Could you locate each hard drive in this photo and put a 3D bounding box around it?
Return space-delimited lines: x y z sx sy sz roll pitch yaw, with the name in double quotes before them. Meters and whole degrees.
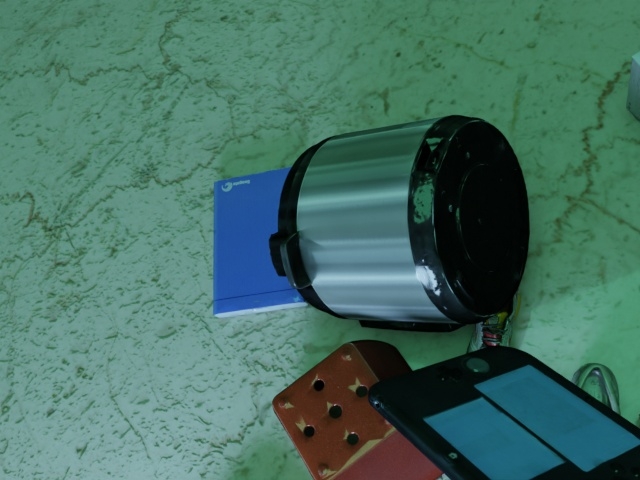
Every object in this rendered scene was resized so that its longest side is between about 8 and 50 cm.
"hard drive" -0.137 0.001 1.667 0.210 0.040 0.319 -9 67 16

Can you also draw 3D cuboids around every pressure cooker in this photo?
"pressure cooker" 0.129 -0.032 1.390 0.420 0.370 0.376 -3 65 40

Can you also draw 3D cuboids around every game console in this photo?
"game console" 0.312 0.296 1.154 0.386 0.342 0.060 35 122 47

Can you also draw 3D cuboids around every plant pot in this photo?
"plant pot" 0.066 0.330 1.351 0.267 0.236 0.267 -37 58 2

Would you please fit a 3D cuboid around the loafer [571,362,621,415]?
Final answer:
"loafer" 0.460 0.368 1.283 0.112 0.111 0.319 -1 70 19

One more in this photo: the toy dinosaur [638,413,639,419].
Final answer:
"toy dinosaur" 0.594 0.330 1.280 0.112 0.064 0.211 40 86 26

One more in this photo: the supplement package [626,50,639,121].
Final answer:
"supplement package" 0.698 -0.265 1.398 0.149 0.194 0.203 -33 64 5

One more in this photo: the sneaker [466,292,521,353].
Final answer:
"sneaker" 0.320 0.171 1.417 0.088 0.093 0.225 6 73 21
